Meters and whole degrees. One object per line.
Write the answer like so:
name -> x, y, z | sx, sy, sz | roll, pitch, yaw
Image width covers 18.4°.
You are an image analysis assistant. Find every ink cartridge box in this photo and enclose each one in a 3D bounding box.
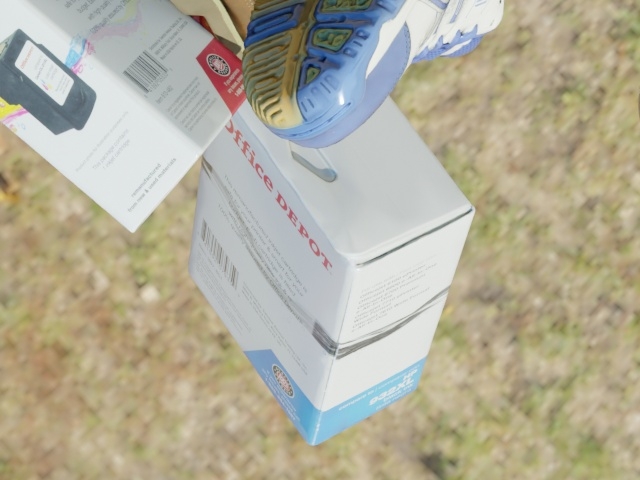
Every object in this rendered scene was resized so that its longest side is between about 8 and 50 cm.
ink cartridge box -> 0.000, 0.000, 1.726 | 0.223, 0.129, 0.307 | 55, 156, 24
ink cartridge box -> -0.136, -0.107, 1.146 | 0.175, 0.127, 0.072 | 41, 119, -5

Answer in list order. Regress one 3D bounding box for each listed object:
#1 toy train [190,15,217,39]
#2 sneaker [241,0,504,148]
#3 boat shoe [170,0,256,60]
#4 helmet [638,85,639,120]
toy train -> -0.104, -0.274, 1.824 | 0.105, 0.248, 0.143 | -16, 115, 49
sneaker -> 0.055, -0.139, 1.110 | 0.112, 0.296, 0.131 | -9, 130, 34
boat shoe -> -0.034, -0.175, 1.225 | 0.104, 0.307, 0.111 | -31, 74, 9
helmet -> 0.345, -0.119, 1.630 | 0.169, 0.161, 0.169 | -7, 76, 31
